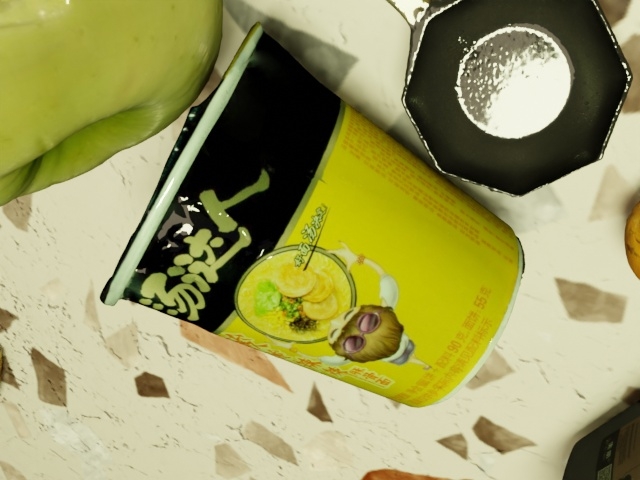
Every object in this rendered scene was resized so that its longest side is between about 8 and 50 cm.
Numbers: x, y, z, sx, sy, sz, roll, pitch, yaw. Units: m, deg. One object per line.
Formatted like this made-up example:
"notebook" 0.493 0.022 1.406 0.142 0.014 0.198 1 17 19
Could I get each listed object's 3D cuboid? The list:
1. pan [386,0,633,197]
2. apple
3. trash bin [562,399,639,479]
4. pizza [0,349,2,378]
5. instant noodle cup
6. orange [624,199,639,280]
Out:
"pan" 0.103 -0.130 0.458 0.128 0.048 0.202 -26 99 18
"apple" -0.192 -0.151 0.429 0.279 0.279 0.279 10 126 14
"trash bin" 0.308 0.177 0.499 0.182 0.209 0.290 33 134 -5
"pizza" -0.452 0.150 0.862 0.182 0.062 0.161 -28 108 35
"instant noodle cup" 0.000 0.000 0.507 0.236 0.215 0.215 29 129 -12
"orange" 0.241 -0.001 0.476 0.084 0.083 0.083 10 126 14
